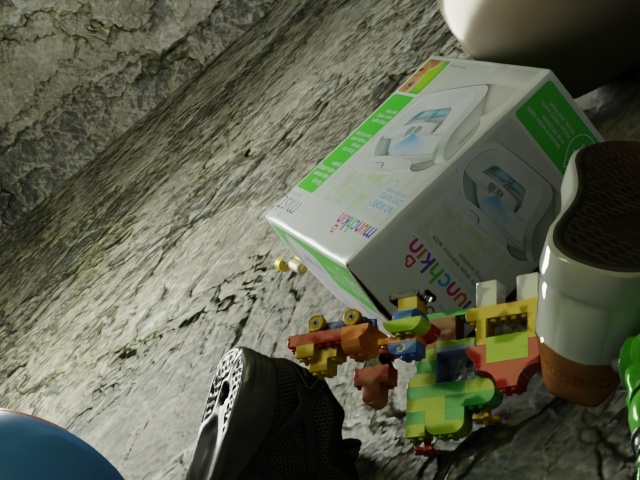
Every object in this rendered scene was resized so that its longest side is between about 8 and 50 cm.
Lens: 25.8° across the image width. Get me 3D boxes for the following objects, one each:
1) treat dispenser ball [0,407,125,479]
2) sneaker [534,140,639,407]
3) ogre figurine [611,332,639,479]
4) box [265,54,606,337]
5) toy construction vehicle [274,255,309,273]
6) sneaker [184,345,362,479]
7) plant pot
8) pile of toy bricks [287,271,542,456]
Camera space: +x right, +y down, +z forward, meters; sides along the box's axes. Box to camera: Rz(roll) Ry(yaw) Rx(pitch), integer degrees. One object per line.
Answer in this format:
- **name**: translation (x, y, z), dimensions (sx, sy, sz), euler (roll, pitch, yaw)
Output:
- **treat dispenser ball**: translation (-0.260, 0.266, 1.028), dimensions (0.288, 0.288, 0.288), euler (-38, 18, 15)
- **sneaker**: translation (0.198, 0.016, 0.939), dimensions (0.105, 0.123, 0.290), euler (16, 26, 21)
- **ogre figurine**: translation (0.242, 0.057, 0.759), dimensions (0.197, 0.096, 0.118), euler (-51, 28, 12)
- **box**: translation (0.101, -0.035, 1.223), dimensions (0.231, 0.127, 0.262), euler (-43, 19, -5)
- **toy construction vehicle**: translation (0.000, 0.000, 1.513), dimensions (0.098, 0.035, 0.086), euler (-50, 30, -13)
- **sneaker**: translation (-0.042, 0.203, 1.071), dimensions (0.087, 0.130, 0.228), euler (24, 96, 66)
- **plant pot**: translation (0.250, -0.283, 1.236), dimensions (0.280, 0.323, 0.323), euler (-48, 10, 43)
- **pile of toy bricks**: translation (0.085, 0.103, 1.011), dimensions (0.212, 0.118, 0.105), euler (-12, 61, 30)
